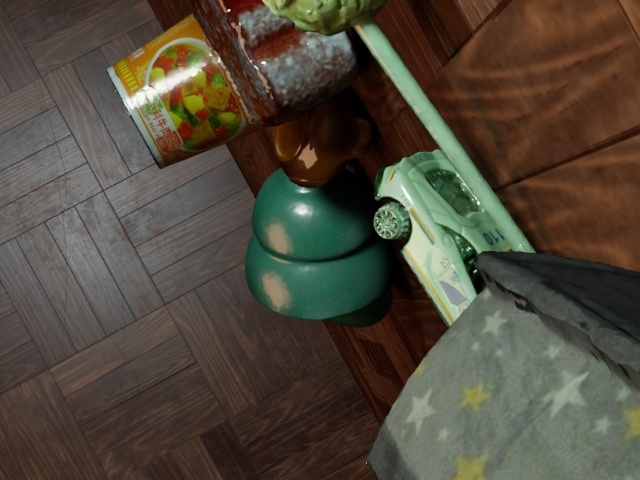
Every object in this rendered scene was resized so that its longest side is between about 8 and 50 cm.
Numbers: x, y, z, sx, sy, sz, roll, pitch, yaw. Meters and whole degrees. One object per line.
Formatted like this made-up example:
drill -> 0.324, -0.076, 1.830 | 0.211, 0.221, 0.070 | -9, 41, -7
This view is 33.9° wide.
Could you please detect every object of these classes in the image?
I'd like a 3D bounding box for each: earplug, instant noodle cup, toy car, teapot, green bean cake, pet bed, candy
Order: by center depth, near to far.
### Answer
pet bed -> 0.140, 0.095, 0.399 | 0.183, 0.159, 0.211 | 36, -174, -21
candy -> 0.067, -0.070, 0.624 | 0.093, 0.092, 0.335 | -25, 103, 48
toy car -> 0.107, 0.020, 0.684 | 0.093, 0.058, 0.186 | -17, -108, -50
green bean cake -> -0.056, -0.208, 0.839 | 0.233, 0.097, 0.198 | 62, 173, -3
teapot -> 0.009, -0.095, 0.973 | 0.129, 0.078, 0.098 | -177, 98, -67
instant noodle cup -> -0.110, -0.165, 1.066 | 0.168, 0.185, 0.168 | 61, 174, 11
earplug -> 0.007, -0.003, 1.191 | 0.280, 0.163, 0.257 | 84, -164, -46
